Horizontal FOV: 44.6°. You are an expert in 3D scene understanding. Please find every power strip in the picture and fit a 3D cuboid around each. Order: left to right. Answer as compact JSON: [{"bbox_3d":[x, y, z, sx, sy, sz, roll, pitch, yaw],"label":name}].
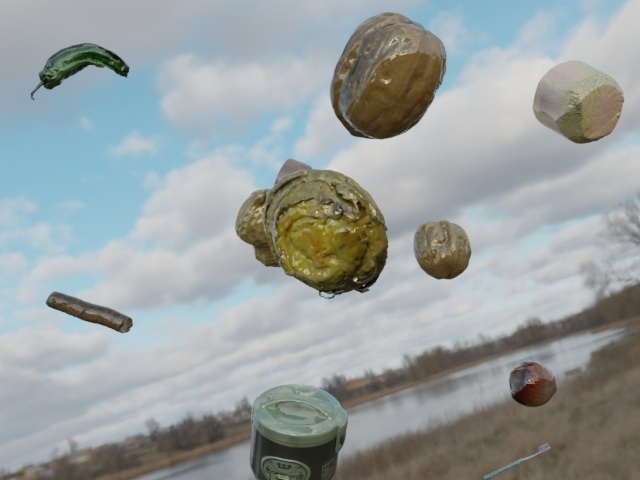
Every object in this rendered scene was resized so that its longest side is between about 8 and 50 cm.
[{"bbox_3d":[-0.084,-0.159,2.301,0.078,0.154,0.154,21,-9,8],"label":"power strip"}]

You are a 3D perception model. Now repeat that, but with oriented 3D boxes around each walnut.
[{"bbox_3d":[0.174,-0.428,2.096,0.344,0.306,0.306,-55,-26,19],"label":"walnut"},{"bbox_3d":[0.317,0.024,2.036,0.166,0.167,0.149,-12,-27,-28],"label":"walnut"}]

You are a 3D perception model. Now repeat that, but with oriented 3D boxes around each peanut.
[{"bbox_3d":[-0.122,-0.038,2.110,0.196,0.110,0.233,-37,-51,3],"label":"peanut"}]

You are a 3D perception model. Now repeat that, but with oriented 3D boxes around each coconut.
[{"bbox_3d":[0.502,-0.276,1.539,0.147,0.153,0.147,-11,-57,-18],"label":"coconut"}]

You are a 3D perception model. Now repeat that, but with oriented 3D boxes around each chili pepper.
[{"bbox_3d":[-0.648,-0.445,2.045,0.278,0.122,0.065,-27,-17,-28],"label":"chili pepper"}]

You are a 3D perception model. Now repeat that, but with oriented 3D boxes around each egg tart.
[{"bbox_3d":[0.000,0.000,1.559,0.290,0.291,0.107,-26,8,30],"label":"egg tart"}]

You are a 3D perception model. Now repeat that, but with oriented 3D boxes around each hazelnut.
[{"bbox_3d":[0.361,0.244,1.330,0.086,0.086,0.086,-18,-12,-4],"label":"hazelnut"}]

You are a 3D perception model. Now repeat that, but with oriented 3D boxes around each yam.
[{"bbox_3d":[-0.608,0.188,2.059,0.241,0.057,0.057,18,-8,10],"label":"yam"}]

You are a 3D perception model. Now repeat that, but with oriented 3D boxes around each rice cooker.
[{"bbox_3d":[-0.071,0.587,2.339,0.288,0.277,0.288,7,23,-3],"label":"rice cooker"}]

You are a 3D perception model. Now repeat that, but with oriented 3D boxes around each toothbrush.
[{"bbox_3d":[0.421,0.475,1.678,0.167,0.014,0.011,-22,-6,-12],"label":"toothbrush"}]
